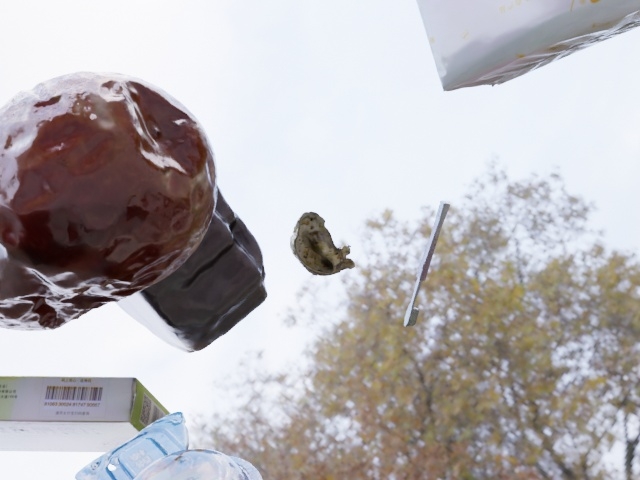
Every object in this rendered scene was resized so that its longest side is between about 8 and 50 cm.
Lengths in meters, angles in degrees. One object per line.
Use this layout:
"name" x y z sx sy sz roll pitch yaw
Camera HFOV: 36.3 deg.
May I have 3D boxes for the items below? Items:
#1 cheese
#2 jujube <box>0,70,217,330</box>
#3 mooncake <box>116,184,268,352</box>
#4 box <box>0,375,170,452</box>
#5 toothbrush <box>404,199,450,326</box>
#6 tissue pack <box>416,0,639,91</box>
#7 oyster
"cheese" -0.129 0.218 0.845 0.135 0.244 0.052 -29 -66 -21
"jujube" -0.200 -0.021 0.783 0.190 0.190 0.255 1 -37 -45
"mooncake" -0.238 -0.008 1.390 0.212 0.381 0.350 -40 -88 -14
"box" -0.343 0.229 1.274 0.175 0.260 0.062 75 -163 -65
"toothbrush" 0.150 0.036 1.392 0.017 0.014 0.194 6 -71 -22
"tissue pack" 0.203 -0.262 0.895 0.124 0.225 0.185 -15 -93 -50
"oyster" 0.000 0.000 1.106 0.080 0.038 0.083 -8 -66 -20
